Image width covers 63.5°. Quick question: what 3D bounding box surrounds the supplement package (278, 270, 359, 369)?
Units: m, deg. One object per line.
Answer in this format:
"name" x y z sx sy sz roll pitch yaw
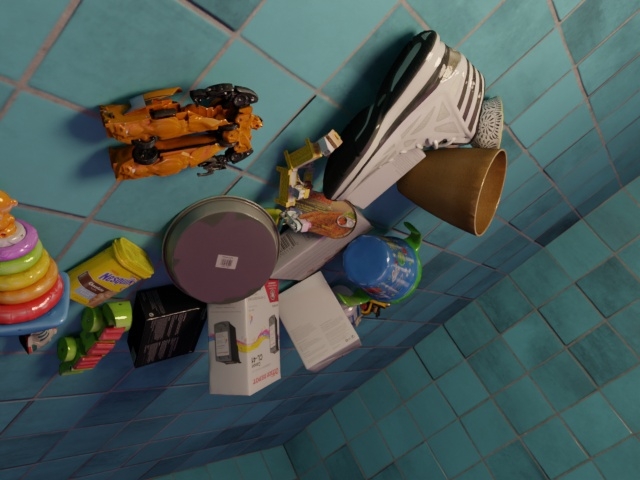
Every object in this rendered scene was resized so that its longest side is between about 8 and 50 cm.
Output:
"supplement package" -0.011 0.283 1.773 0.199 0.263 0.198 -30 161 -3

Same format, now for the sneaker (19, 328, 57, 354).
"sneaker" -0.686 0.212 1.263 0.075 0.057 0.161 -27 155 -46

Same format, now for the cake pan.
"cake pan" -0.234 0.036 1.263 0.292 0.054 0.294 -8 118 -16

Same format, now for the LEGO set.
"LEGO set" -0.021 -0.163 1.236 0.107 0.132 0.287 -16 143 -43

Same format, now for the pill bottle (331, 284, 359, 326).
"pill bottle" 0.085 0.256 1.999 0.124 0.124 0.222 -27 151 -8

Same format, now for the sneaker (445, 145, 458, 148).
"sneaker" 0.345 -0.305 1.363 0.103 0.111 0.252 -35 152 8

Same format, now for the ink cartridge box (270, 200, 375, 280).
"ink cartridge box" 0.000 0.000 1.587 0.308 0.091 0.385 -37 168 9

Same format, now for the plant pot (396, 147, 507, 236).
"plant pot" 0.349 -0.160 1.425 0.237 0.254 0.237 -37 137 -45

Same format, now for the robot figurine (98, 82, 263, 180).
"robot figurine" -0.249 -0.208 0.970 0.290 0.085 0.211 -17 149 -24

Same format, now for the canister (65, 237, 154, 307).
"canister" -0.496 0.079 1.204 0.169 0.073 0.126 -31 152 2

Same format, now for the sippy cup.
"sippy cup" 0.188 0.081 1.693 0.224 0.239 0.306 24 77 -60

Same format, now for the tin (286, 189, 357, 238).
"tin" 0.004 -0.072 1.361 0.040 0.189 0.106 -72 180 -75

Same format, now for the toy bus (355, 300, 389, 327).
"toy bus" 0.224 0.231 2.023 0.191 0.104 0.202 -51 152 -53

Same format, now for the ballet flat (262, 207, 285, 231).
"ballet flat" -0.159 0.019 1.373 0.077 0.077 0.231 -66 176 -76

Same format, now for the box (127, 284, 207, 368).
"box" -0.440 0.241 1.486 0.184 0.103 0.261 -7 143 -33

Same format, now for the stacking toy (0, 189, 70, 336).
"stacking toy" -0.587 0.025 0.974 0.175 0.166 0.302 -6 133 -20

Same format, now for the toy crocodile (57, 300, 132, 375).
"toy crocodile" -0.595 0.266 1.370 0.340 0.105 0.115 -44 149 24

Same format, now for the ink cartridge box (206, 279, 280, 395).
"ink cartridge box" -0.213 0.262 1.473 0.131 0.307 0.226 -5 177 18

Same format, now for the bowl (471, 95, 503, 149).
"bowl" 0.445 -0.314 1.435 0.080 0.170 0.170 1 150 5

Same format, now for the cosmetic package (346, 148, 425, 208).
"cosmetic package" 0.156 -0.197 1.386 0.231 0.086 0.117 -38 151 17

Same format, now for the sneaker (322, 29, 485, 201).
"sneaker" 0.208 -0.225 1.205 0.257 0.169 0.448 25 123 -23
